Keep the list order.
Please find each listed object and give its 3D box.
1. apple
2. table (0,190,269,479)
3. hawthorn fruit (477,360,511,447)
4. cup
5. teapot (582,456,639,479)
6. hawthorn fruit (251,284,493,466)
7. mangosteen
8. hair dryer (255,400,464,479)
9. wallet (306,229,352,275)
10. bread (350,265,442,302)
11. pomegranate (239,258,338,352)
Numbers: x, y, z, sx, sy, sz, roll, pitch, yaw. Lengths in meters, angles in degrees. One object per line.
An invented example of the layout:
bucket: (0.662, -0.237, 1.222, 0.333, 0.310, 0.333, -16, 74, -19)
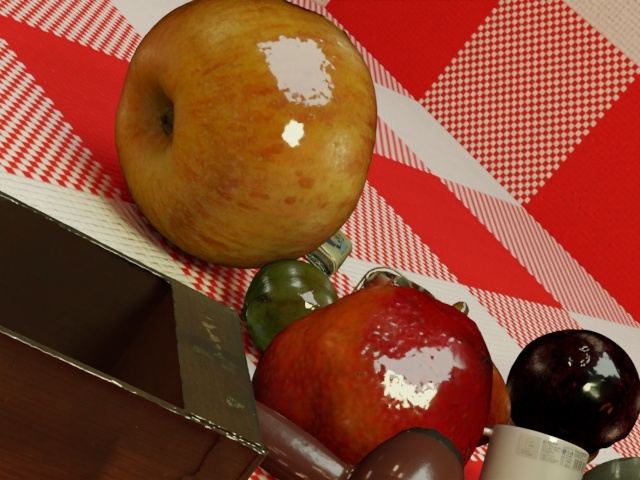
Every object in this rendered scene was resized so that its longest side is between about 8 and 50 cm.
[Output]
apple: (-0.116, -0.161, 1.914, 0.334, 0.400, 0.400, 18, 24, -27)
table: (-0.229, 0.137, 1.243, 0.282, 0.196, 0.250, 29, 21, -24)
hawthorn fruit: (0.181, 0.209, 1.920, 0.169, 0.169, 0.188, 58, -5, 48)
cup: (0.260, 0.328, 1.819, 0.173, 0.142, 0.134, 26, -15, -24)
teapot: (0.413, 0.476, 1.794, 0.223, 0.305, 0.285, 5, 19, 14)
hawthorn fruit: (0.083, 0.178, 1.607, 0.265, 0.265, 0.307, 42, 54, 11)
mangosteen: (0.424, 0.274, 2.268, 0.228, 0.228, 0.265, -119, -167, -51)
hair dryer: (-0.044, 0.253, 1.363, 0.340, 0.123, 0.312, 32, 47, 15)
wallet: (0.000, 0.000, 2.327, 0.110, 0.039, 0.155, 40, 16, 0)
bread: (0.141, 0.145, 2.102, 0.224, 0.142, 0.212, 36, 2, -7)
pomegranate: (-0.021, 0.117, 1.848, 0.191, 0.131, 0.152, 46, 17, -27)
